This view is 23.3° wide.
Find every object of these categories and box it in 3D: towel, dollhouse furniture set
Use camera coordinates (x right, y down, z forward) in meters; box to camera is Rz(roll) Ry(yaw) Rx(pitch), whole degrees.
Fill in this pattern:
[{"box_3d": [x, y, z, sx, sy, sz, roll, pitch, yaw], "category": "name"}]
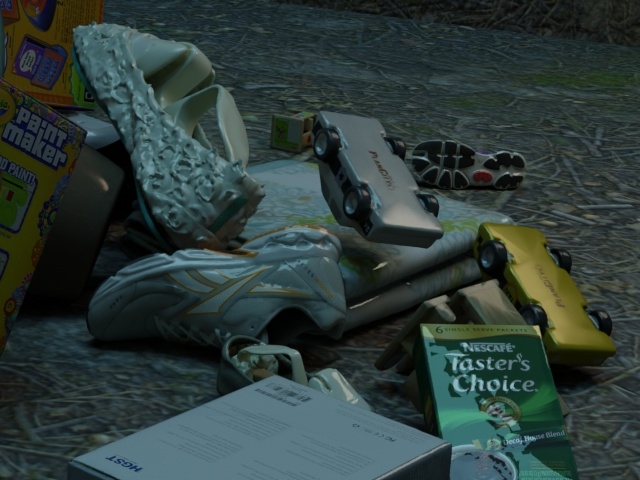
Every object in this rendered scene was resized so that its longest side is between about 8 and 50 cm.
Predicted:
[{"box_3d": [0.000, 0.000, 1.782, 0.321, 0.090, 0.374, 19, 23, 32], "category": "towel"}, {"box_3d": [0.129, 0.144, 1.447, 0.144, 0.123, 0.151, -13, 59, -43], "category": "dollhouse furniture set"}]

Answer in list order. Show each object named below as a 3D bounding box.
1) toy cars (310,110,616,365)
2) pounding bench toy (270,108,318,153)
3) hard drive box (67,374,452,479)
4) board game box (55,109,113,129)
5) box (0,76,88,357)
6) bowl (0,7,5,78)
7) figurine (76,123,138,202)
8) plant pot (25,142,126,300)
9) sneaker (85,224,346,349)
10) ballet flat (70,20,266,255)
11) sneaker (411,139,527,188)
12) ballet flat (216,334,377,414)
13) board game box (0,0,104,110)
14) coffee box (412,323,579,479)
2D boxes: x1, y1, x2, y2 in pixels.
[{"box_3d": [0.131, 0.012, 1.605, 0.394, 0.087, 0.176, 35, 33, 9], "category": "toy cars"}, {"box_3d": [-0.023, -0.163, 2.341, 0.083, 0.052, 0.065, 13, 19, 26], "category": "pounding bench toy"}, {"box_3d": [-0.043, 0.193, 1.147, 0.181, 0.089, 0.232, 17, 21, 36], "category": "hard drive box"}, {"box_3d": [-0.374, -0.087, 2.019, 0.390, 0.050, 0.390, -12, 24, -43], "category": "board game box"}, {"box_3d": [-0.408, -0.027, 1.361, 0.290, 0.279, 0.177, 16, -8, 29], "category": "box"}, {"box_3d": [-0.487, -0.186, 1.774, 0.312, 0.311, 0.163, -6, 33, -29], "category": "bowl"}, {"box_3d": [-0.267, -0.106, 1.894, 0.209, 0.092, 0.215, 1, 17, 1], "category": "figurine"}, {"box_3d": [-0.334, -0.044, 1.625, 0.229, 0.263, 0.263, 20, 17, -6], "category": "plant pot"}, {"box_3d": [-0.099, 0.071, 1.517, 0.262, 0.121, 0.099, -15, -25, 3], "category": "sneaker"}, {"box_3d": [-0.155, -0.133, 1.690, 0.147, 0.147, 0.409, -4, 41, -24], "category": "ballet flat"}, {"box_3d": [0.207, -0.103, 2.219, 0.170, 0.068, 0.071, 9, 1, -14], "category": "sneaker"}, {"box_3d": [-0.014, 0.136, 1.367, 0.213, 0.068, 0.072, 20, 24, 41], "category": "ballet flat"}, {"box_3d": [-0.554, -0.382, 2.214, 0.356, 0.356, 0.356, 6, 2, 30], "category": "board game box"}, {"box_3d": [0.144, 0.147, 1.301, 0.113, 0.040, 0.184, 2, 43, -7], "category": "coffee box"}]
